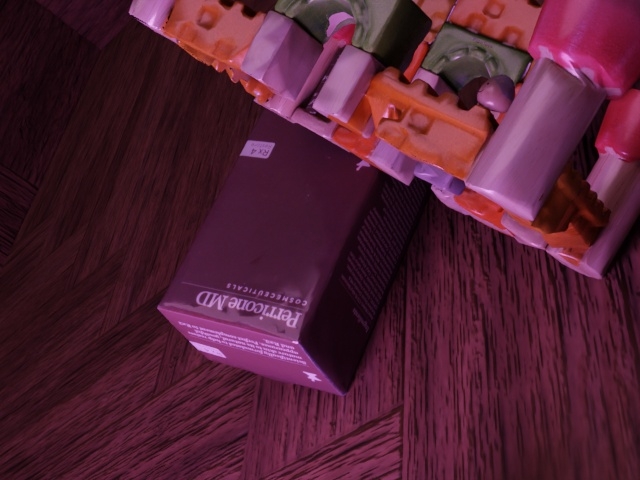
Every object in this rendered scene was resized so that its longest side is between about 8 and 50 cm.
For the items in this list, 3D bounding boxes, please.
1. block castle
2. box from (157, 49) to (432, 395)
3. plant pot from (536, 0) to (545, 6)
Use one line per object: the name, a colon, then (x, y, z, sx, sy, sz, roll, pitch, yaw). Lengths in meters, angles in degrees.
block castle: (0.090, -0.170, 0.822, 0.453, 0.303, 0.213, 31, 92, 32)
box: (-0.003, -0.036, 1.079, 0.191, 0.143, 0.381, 10, 64, 30)
plant pot: (0.306, -0.279, 0.967, 0.237, 0.109, 0.237, -37, 35, 32)
